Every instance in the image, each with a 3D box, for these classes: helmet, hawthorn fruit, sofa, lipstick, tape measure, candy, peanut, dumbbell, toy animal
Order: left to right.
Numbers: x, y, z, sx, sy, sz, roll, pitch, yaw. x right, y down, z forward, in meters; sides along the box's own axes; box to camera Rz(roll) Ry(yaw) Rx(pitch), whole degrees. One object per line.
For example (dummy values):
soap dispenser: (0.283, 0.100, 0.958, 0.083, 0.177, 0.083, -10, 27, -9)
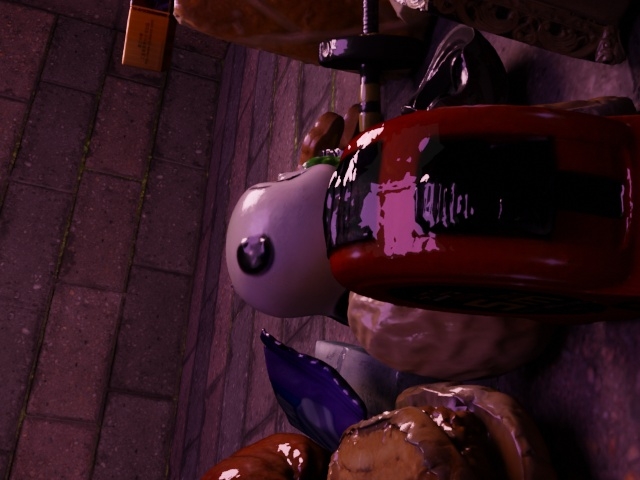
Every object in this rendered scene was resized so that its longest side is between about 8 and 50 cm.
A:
hawthorn fruit: (-0.058, 0.374, 0.919, 0.262, 0.258, 0.258, -38, 33, 20)
candy: (0.007, 0.201, 0.858, 0.070, 0.145, 0.275, -43, -29, -19)
toy animal: (0.025, 0.001, 0.873, 0.212, 0.267, 0.212, -165, 90, -79)
dumbbell: (0.067, -0.180, 1.000, 0.143, 0.143, 0.325, -161, 71, -73)
lipstick: (0.064, 0.174, 0.929, 0.290, 0.078, 0.076, 169, 113, -71)
peanut: (0.128, 0.019, 0.705, 0.110, 0.197, 0.232, 46, -131, -60)
helmet: (0.156, -0.141, 0.824, 0.176, 0.107, 0.153, -63, 9, -20)
sofa: (0.179, -0.288, 0.687, 0.258, 0.200, 0.182, -113, 36, -65)
tape measure: (0.133, -0.011, 0.499, 0.253, 0.261, 0.113, 129, 148, -77)

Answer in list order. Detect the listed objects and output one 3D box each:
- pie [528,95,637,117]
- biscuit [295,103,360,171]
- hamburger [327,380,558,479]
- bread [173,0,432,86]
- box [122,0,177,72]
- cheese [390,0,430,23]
pie: (0.165, -0.087, 0.628, 0.195, 0.195, 0.046, -173, 75, -73)
biscuit: (0.000, -0.087, 1.235, 0.044, 0.186, 0.295, 36, 125, 22)
hamburger: (0.100, 0.257, 0.643, 0.283, 0.145, 0.259, 151, 117, -63)
bread: (-0.011, -0.458, 1.130, 0.279, 0.390, 0.371, -100, 23, -71)
box: (-0.263, -0.398, 1.198, 0.152, 0.070, 0.237, -109, 29, -74)
cheese: (0.138, -0.389, 0.919, 0.163, 0.071, 0.248, -23, 79, 42)
